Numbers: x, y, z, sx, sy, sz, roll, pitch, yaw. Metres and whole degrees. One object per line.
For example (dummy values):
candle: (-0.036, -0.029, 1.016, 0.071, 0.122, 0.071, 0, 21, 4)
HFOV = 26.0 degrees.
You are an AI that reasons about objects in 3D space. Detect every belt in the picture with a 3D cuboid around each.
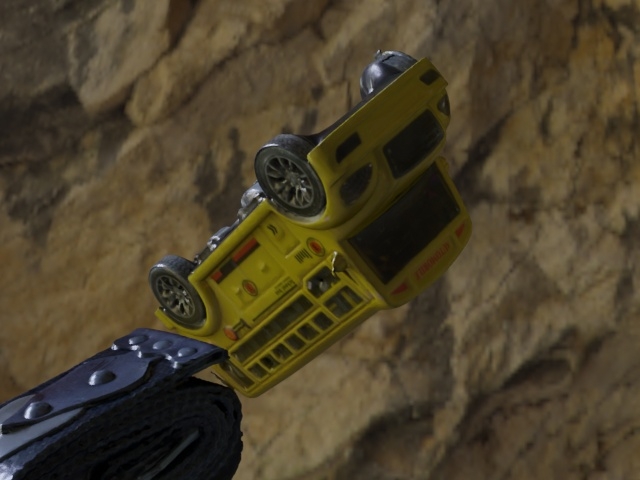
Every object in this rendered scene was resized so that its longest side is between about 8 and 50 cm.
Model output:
belt: (-0.168, 0.154, 0.967, 0.128, 0.218, 0.122, 9, -63, 43)

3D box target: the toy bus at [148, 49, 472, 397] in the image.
toy bus: (0.000, 0.000, 1.053, 0.152, 0.144, 0.330, 49, -35, 0)
